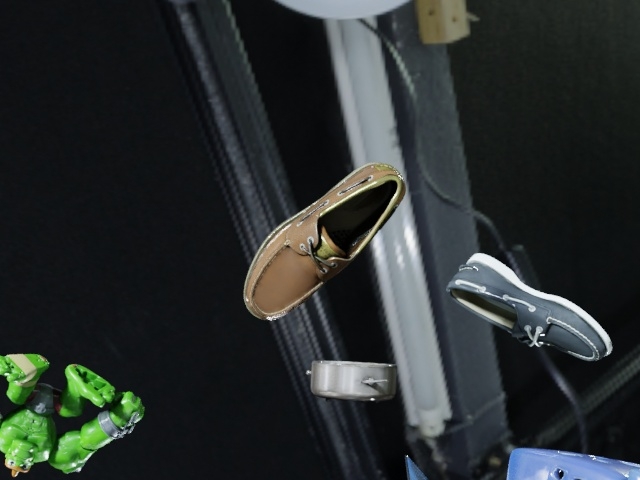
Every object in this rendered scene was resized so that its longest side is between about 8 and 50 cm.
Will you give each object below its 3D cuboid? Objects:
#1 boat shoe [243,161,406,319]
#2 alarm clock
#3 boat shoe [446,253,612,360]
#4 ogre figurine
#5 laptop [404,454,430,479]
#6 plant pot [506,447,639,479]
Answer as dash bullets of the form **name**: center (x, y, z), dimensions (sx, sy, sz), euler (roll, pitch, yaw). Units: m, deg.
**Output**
- **boat shoe**: center (0.000, 0.000, 1.552), dimensions (0.110, 0.104, 0.307), euler (42, -88, -12)
- **alarm clock**: center (0.055, 0.210, 1.556), dimensions (0.129, 0.192, 0.064), euler (4, -99, -16)
- **boat shoe**: center (0.358, 0.135, 1.824), dimensions (0.091, 0.302, 0.114), euler (-42, -37, -26)
- **ogre figurine**: center (-0.301, 0.185, 1.124), dimensions (0.197, 0.097, 0.118), euler (14, -67, -33)
- **laptop**: center (0.353, 0.580, 1.804), dimensions (0.382, 0.407, 0.236), euler (49, -127, -26)
- **plant pot**: center (0.360, 0.365, 1.182), dimensions (0.235, 0.212, 0.236), euler (15, -106, -30)
